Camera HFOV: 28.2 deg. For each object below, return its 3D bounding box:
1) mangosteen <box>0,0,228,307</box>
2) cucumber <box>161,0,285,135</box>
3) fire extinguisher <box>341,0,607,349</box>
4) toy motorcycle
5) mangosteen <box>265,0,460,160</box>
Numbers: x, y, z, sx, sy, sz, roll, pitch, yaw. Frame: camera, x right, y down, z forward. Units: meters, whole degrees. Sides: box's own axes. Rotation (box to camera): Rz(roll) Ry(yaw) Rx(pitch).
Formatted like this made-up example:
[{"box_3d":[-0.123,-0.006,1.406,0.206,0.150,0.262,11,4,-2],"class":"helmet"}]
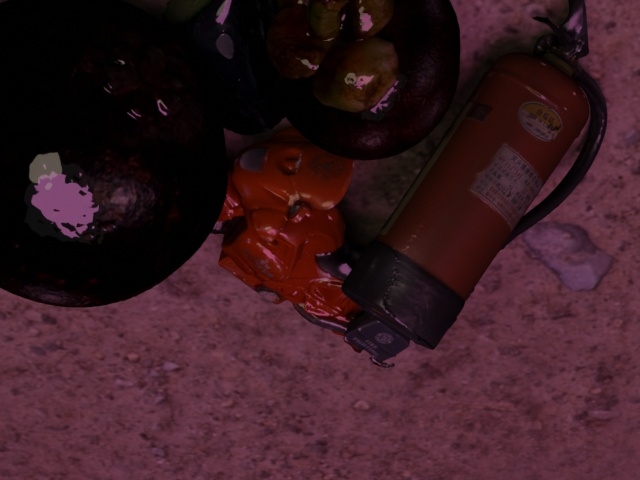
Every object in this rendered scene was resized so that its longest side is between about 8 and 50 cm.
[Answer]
[{"box_3d":[-0.242,-0.084,1.172,0.314,0.297,0.297,2,137,37],"class":"mangosteen"},{"box_3d":[-0.087,-0.187,1.232,0.115,0.085,0.193,-16,134,3],"class":"cucumber"},{"box_3d":[0.177,-0.066,1.294,0.376,0.113,0.200,-56,158,-4],"class":"fire extinguisher"},{"box_3d":[0.000,0.000,1.354,0.326,0.147,0.221,36,137,-27],"class":"toy motorcycle"},{"box_3d":[0.030,-0.174,1.161,0.194,0.194,0.230,-33,162,18],"class":"mangosteen"}]
